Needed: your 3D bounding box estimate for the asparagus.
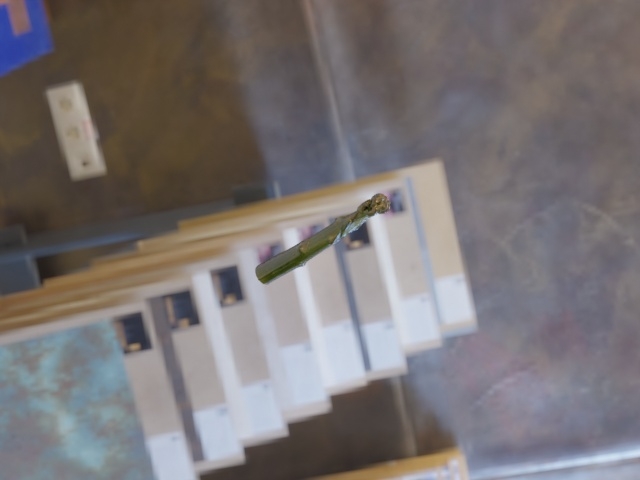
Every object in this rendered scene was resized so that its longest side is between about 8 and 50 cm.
[{"bbox_3d":[0.000,0.000,0.893,0.015,0.127,0.018,33,49,-27],"label":"asparagus"}]
